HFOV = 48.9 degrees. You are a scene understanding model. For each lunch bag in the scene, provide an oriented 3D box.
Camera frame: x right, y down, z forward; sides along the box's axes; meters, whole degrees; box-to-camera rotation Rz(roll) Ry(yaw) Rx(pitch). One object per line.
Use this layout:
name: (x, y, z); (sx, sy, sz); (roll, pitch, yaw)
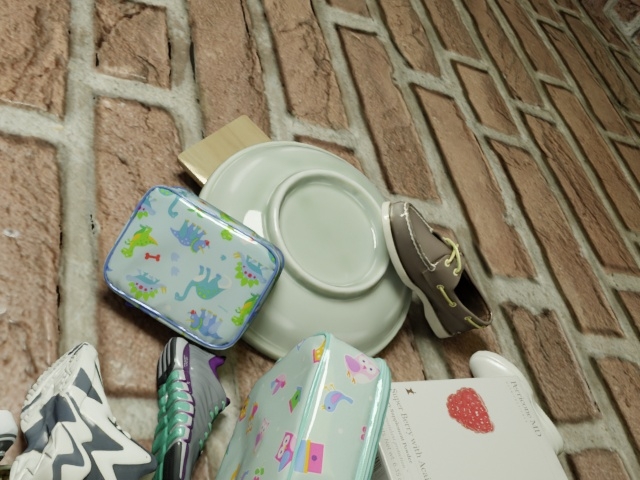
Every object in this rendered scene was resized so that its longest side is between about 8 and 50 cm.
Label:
lunch bag: (-0.032, 0.250, 0.809); (0.107, 0.279, 0.224); (25, 53, -13)
lunch bag: (-0.176, 0.038, 0.978); (0.219, 0.176, 0.090); (30, 3, 1)

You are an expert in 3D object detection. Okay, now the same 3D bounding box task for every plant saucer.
plant saucer: (0.000, 0.000, 1.122); (0.400, 0.100, 0.401); (14, 60, -25)

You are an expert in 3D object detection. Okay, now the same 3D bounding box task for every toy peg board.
toy peg board: (-0.142, -0.108, 1.226); (0.161, 0.079, 0.160); (45, 57, 8)

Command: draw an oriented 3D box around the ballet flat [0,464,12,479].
ballet flat: (-0.289, 0.324, 0.715); (0.072, 0.068, 0.213); (-23, 68, -45)

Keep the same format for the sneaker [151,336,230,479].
sneaker: (-0.154, 0.225, 0.894); (0.098, 0.083, 0.224); (19, 43, -27)

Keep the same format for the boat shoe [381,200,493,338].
boat shoe: (0.194, 0.047, 1.158); (0.324, 0.096, 0.117); (56, 33, -38)

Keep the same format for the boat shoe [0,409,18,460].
boat shoe: (-0.412, 0.263, 0.640); (0.301, 0.108, 0.102); (-25, 72, -41)

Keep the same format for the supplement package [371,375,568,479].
supplement package: (0.153, 0.304, 0.960); (0.292, 0.175, 0.178); (4, 50, -33)

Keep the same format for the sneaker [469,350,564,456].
sneaker: (0.310, 0.283, 1.172); (0.094, 0.080, 0.212); (-25, 70, -33)

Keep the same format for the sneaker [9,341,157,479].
sneaker: (-0.259, 0.231, 0.815); (0.153, 0.094, 0.235); (52, 2, -28)
